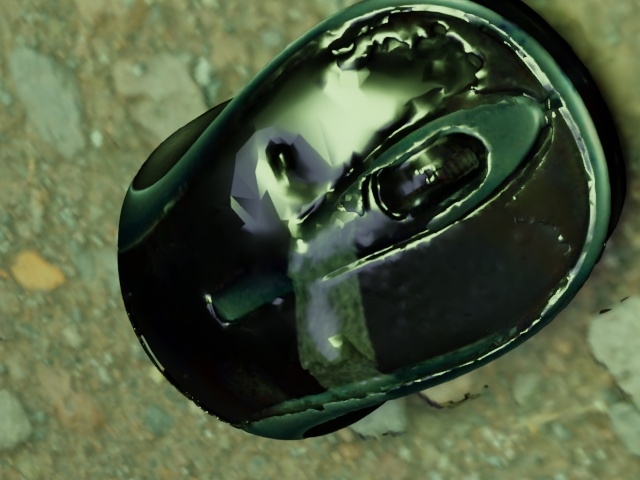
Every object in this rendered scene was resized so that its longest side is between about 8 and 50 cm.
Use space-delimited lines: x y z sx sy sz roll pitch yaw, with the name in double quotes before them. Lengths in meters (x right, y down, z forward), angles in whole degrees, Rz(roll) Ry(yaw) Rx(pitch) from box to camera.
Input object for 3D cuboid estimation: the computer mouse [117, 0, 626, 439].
"computer mouse" 0.000 0.000 0.516 0.137 0.096 0.233 51 131 -3
